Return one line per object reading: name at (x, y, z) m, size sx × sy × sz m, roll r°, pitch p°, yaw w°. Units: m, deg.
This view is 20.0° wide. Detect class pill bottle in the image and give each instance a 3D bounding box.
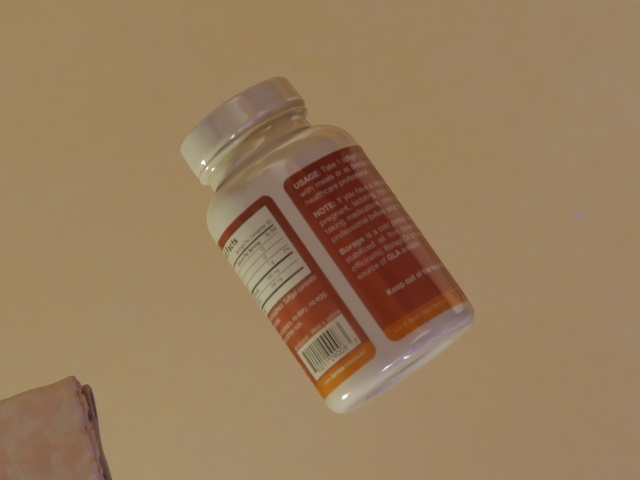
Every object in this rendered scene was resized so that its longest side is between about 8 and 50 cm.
pill bottle at (0.000, 0.000, 1.245) m, size 0.216 × 0.121 × 0.121 m, roll 56°, pitch -160°, yaw 10°

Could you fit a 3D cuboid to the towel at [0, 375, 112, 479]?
towel at (-0.332, 0.331, 1.764) m, size 0.053 × 0.317 × 0.331 m, roll 45°, pitch -155°, yaw -63°
